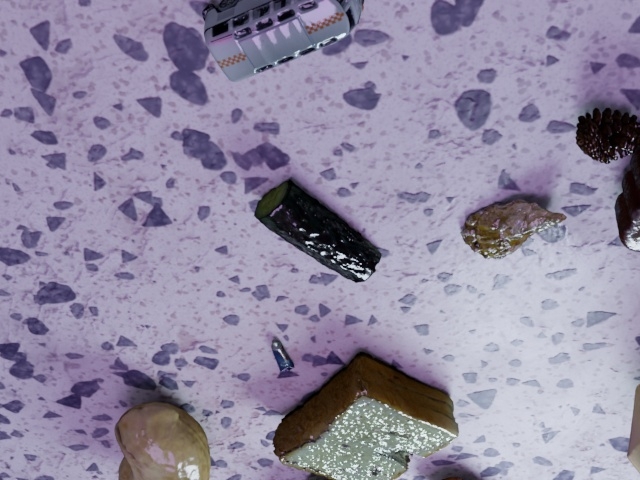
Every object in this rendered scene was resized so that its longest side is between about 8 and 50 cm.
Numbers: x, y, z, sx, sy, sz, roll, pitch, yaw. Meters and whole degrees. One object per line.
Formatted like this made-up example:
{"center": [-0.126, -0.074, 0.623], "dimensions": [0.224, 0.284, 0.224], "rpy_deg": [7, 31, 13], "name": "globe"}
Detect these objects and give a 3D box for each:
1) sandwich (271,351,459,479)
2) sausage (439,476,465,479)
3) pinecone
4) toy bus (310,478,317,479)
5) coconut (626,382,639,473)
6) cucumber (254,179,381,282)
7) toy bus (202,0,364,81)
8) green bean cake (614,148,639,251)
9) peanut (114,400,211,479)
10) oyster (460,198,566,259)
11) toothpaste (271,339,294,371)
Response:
{"center": [0.086, 0.339, 1.683], "dimensions": [0.249, 0.095, 0.273], "rpy_deg": [26, 130, -25], "name": "sandwich"}
{"center": [0.310, 0.553, 1.870], "dimensions": [0.114, 0.113, 0.259], "rpy_deg": [-30, 127, 29], "name": "sausage"}
{"center": [0.371, -0.138, 1.206], "dimensions": [0.083, 0.077, 0.077], "rpy_deg": [-21, 134, -9], "name": "pinecone"}
{"center": [-0.036, 0.619, 1.936], "dimensions": [0.113, 0.139, 0.301], "rpy_deg": [17, 132, -15], "name": "toy bus"}
{"center": [0.629, 0.314, 1.540], "dimensions": [0.260, 0.259, 0.259], "rpy_deg": [2, 135, 2], "name": "coconut"}
{"center": [0.001, 0.001, 1.373], "dimensions": [0.078, 0.062, 0.211], "rpy_deg": [-32, 125, 30], "name": "cucumber"}
{"center": [-0.043, -0.257, 1.102], "dimensions": [0.194, 0.089, 0.087], "rpy_deg": [-17, 131, 19], "name": "toy bus"}
{"center": [0.508, -0.079, 1.234], "dimensions": [0.199, 0.097, 0.232], "rpy_deg": [4, 135, 2], "name": "green bean cake"}
{"center": [-0.287, 0.420, 1.752], "dimensions": [0.174, 0.158, 0.339], "rpy_deg": [29, 133, 18], "name": "peanut"}
{"center": [0.277, -0.015, 1.362], "dimensions": [0.146, 0.045, 0.121], "rpy_deg": [-2, 149, 7], "name": "oyster"}
{"center": [-0.067, 0.198, 1.605], "dimensions": [0.027, 0.019, 0.083], "rpy_deg": [-25, 133, -5], "name": "toothpaste"}
